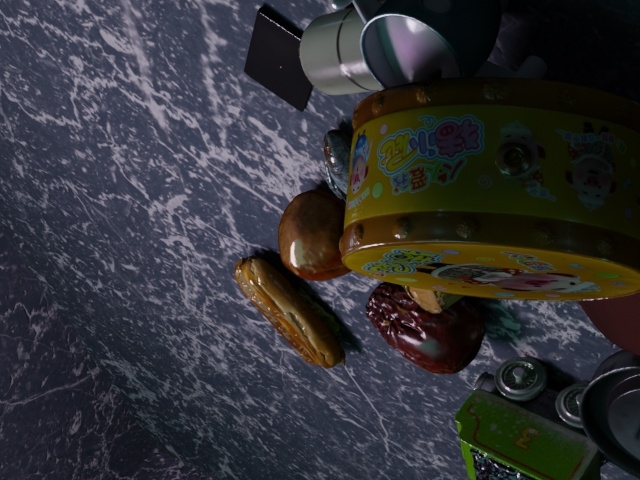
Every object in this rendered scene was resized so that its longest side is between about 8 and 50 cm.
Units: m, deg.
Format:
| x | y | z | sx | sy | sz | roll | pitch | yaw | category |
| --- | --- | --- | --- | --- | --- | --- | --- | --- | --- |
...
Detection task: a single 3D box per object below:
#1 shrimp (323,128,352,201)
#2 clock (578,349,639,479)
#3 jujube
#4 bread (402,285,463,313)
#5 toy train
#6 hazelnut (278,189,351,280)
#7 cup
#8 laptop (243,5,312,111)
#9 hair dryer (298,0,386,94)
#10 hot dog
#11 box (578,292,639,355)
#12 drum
| x | y | z | sx | sy | sz | roll | pitch | yaw | category |
| --- | --- | --- | --- | --- | --- | --- | --- | --- | --- |
| 0.058 | -0.105 | 2.059 | 0.090 | 0.079 | 0.233 | -17 | 134 | 15 | shrimp |
| 0.597 | 0.304 | 1.923 | 0.325 | 0.067 | 0.325 | 20 | 140 | 18 | clock |
| 0.195 | 0.155 | 2.187 | 0.236 | 0.168 | 0.168 | 28 | 151 | 27 | jujube |
| 0.190 | 0.032 | 2.058 | 0.132 | 0.114 | 0.190 | 10 | 133 | 60 | bread |
| 0.403 | 0.370 | 2.147 | 0.307 | 0.249 | 0.173 | 23 | 146 | 32 | toy train |
| 0.000 | 0.000 | 2.190 | 0.182 | 0.182 | 0.182 | 31 | 152 | 18 | hazelnut |
| 0.162 | -0.286 | 1.526 | 0.300 | 0.173 | 0.167 | 31 | 151 | 12 | cup |
| -0.064 | -0.307 | 1.971 | 0.135 | 0.016 | 0.197 | 37 | 155 | 5 | laptop |
| 0.146 | -0.210 | 1.752 | 0.203 | 0.128 | 0.362 | 0 | 141 | 51 | hair dryer |
| -0.059 | 0.161 | 2.591 | 0.337 | 0.100 | 0.135 | 49 | 161 | -14 | hot dog |
| 0.542 | 0.068 | 1.655 | 0.404 | 0.108 | 0.263 | -1 | 132 | 52 | box |
| 0.236 | -0.056 | 1.525 | 0.431 | 0.214 | 0.431 | 6 | 170 | 1 | drum |
